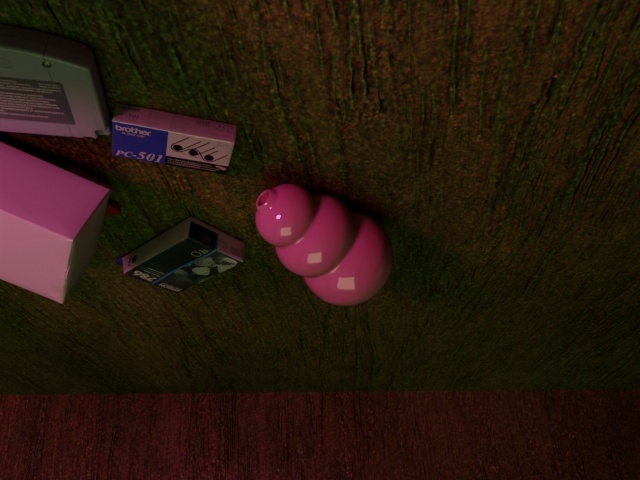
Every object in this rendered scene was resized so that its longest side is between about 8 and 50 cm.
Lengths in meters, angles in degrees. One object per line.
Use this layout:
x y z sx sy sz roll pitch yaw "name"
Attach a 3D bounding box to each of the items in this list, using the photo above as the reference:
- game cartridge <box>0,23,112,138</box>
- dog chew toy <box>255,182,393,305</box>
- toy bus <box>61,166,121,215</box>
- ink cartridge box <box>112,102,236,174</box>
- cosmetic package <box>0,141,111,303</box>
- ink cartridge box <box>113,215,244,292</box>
-0.495 -0.249 0.920 0.298 0.062 0.198 4 146 -7 "game cartridge"
0.000 0.000 1.217 0.207 0.206 0.332 -25 134 36 "dog chew toy"
-0.522 -0.063 1.190 0.191 0.104 0.202 2 150 -3 "toy bus"
-0.261 -0.178 1.046 0.207 0.046 0.097 9 148 -14 "ink cartridge box"
-0.585 -0.058 1.030 0.366 0.155 0.197 24 132 -11 "cosmetic package"
-0.356 0.053 1.438 0.333 0.065 0.165 -24 143 37 "ink cartridge box"
